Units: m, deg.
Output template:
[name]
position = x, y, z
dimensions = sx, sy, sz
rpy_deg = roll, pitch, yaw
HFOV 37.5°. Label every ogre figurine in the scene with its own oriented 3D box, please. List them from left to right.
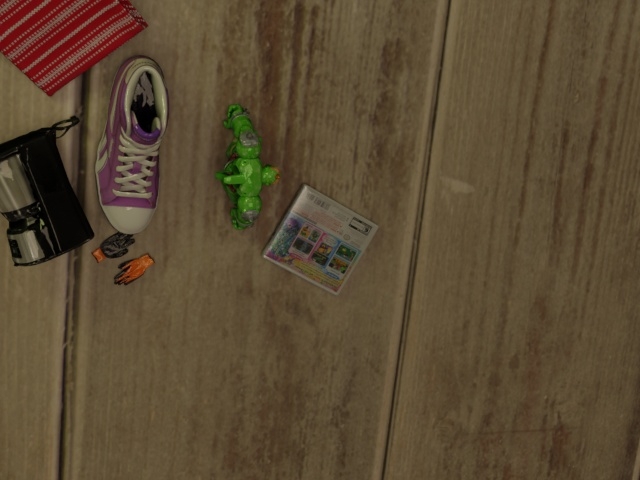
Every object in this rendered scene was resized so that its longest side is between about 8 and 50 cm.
[ogre figurine]
position = -0.121, -0.105, 1.489
dimensions = 0.097, 0.118, 0.197
rpy_deg = 15, 101, -19

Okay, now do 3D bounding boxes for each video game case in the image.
[video game case]
position = 0.000, 0.000, 1.606
dimensions = 0.157, 0.019, 0.143
rpy_deg = 29, 96, -22

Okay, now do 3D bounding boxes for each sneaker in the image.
[sneaker]
position = -0.281, -0.132, 1.414
dimensions = 0.102, 0.161, 0.282
rpy_deg = 0, 106, -18

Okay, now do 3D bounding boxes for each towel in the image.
[towel]
position = -0.400, -0.342, 1.319
dimensions = 0.199, 0.031, 0.275
rpy_deg = -31, 132, 13

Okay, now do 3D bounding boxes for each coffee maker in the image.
[coffee maker]
position = -0.410, -0.070, 1.415
dimensions = 0.171, 0.120, 0.178
rpy_deg = -22, 110, -10

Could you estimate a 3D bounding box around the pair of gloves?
[pair of gloves]
position = -0.319, 0.029, 1.527
dimensions = 0.074, 0.010, 0.083
rpy_deg = -36, 109, -3
